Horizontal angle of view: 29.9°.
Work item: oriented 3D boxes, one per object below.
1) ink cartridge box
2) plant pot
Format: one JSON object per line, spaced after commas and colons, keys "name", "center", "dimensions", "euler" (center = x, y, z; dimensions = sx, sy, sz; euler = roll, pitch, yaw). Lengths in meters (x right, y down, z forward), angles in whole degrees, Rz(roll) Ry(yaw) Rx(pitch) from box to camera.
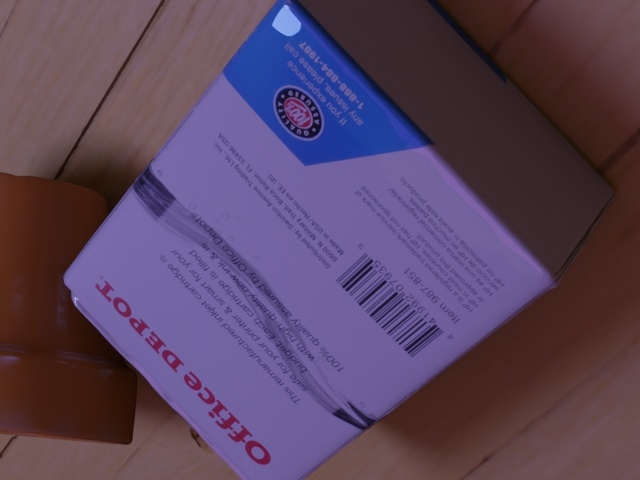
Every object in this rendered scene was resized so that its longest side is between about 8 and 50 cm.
{"name": "ink cartridge box", "center": [0.000, 0.000, 0.798], "dimensions": [0.223, 0.129, 0.307], "euler": [46, 130, 1]}
{"name": "plant pot", "center": [-0.236, 0.053, 0.921], "dimensions": [0.205, 0.205, 0.188], "euler": [-2, 77, 32]}
